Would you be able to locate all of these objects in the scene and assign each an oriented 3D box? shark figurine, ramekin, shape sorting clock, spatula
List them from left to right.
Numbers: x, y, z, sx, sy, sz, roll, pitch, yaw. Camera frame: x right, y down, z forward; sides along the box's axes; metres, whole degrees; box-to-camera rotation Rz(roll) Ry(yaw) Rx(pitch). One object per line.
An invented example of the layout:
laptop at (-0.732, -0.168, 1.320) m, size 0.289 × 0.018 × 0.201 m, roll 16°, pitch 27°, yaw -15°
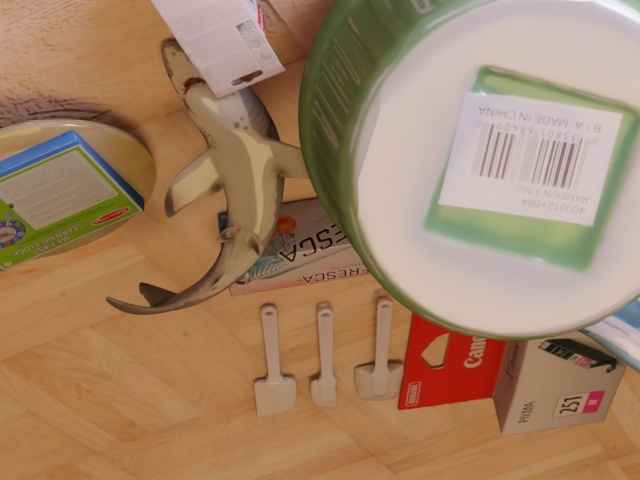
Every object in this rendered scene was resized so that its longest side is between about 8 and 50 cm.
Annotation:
shape sorting clock at (-0.240, -0.041, 1.276) m, size 0.206 × 0.040 × 0.206 m, roll -12°, pitch 148°, yaw -8°
shark figurine at (-0.071, -0.037, 1.272) m, size 0.166 × 0.116 × 0.278 m, roll 16°, pitch 124°, yaw -1°
spatula at (0.010, 0.126, 1.636) m, size 0.168 × 0.019 × 0.242 m, roll -3°, pitch 146°, yaw -2°
ramekin at (0.140, -0.074, 1.111) m, size 0.304 × 0.148 × 0.303 m, roll -2°, pitch 113°, yaw -5°

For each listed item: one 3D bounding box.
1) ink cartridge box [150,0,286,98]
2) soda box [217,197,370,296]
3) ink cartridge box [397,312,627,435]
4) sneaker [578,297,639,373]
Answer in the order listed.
ink cartridge box at (-0.077, -0.163, 1.128) m, size 0.063 × 0.029 × 0.115 m, roll -20°, pitch 134°, yaw 14°
soda box at (0.000, 0.000, 1.398) m, size 0.183 × 0.058 × 0.063 m, roll -10°, pitch 148°, yaw -4°
ink cartridge box at (0.217, 0.133, 1.670) m, size 0.239 × 0.060 × 0.275 m, roll -8°, pitch 147°, yaw -7°
sneaker at (0.301, -0.007, 1.443) m, size 0.319 × 0.127 × 0.208 m, roll 31°, pitch 112°, yaw -31°
